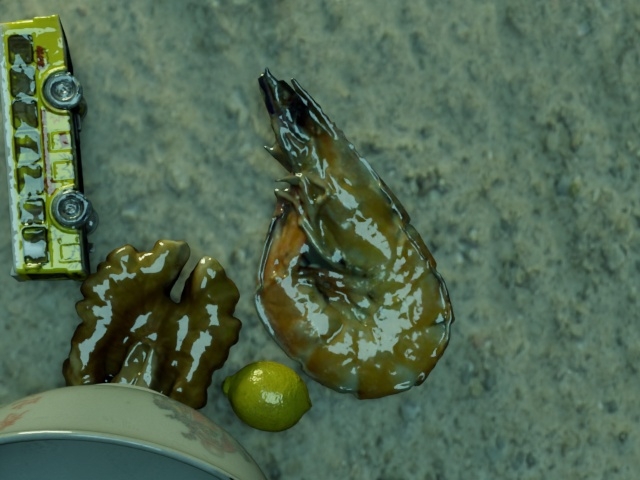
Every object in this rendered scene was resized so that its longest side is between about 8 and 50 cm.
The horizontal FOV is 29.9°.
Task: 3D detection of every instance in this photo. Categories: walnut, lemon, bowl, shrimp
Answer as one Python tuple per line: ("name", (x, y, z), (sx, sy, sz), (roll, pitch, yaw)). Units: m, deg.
("walnut", (-0.149, 0.082, 1.043), (0.143, 0.069, 0.170), (28, 82, -8))
("lemon", (-0.048, 0.137, 1.057), (0.083, 0.062, 0.062), (13, 82, 6))
("bowl", (-0.170, 0.217, 0.954), (0.345, 0.345, 0.157), (10, 38, -8))
("shrimp", (0.000, 0.000, 1.081), (0.164, 0.062, 0.317), (-29, 91, -8))

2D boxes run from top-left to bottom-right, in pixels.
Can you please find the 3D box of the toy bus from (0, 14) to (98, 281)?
("toy bus", (-0.237, -0.077, 1.039), (0.074, 0.081, 0.226), (-5, 85, -8))
